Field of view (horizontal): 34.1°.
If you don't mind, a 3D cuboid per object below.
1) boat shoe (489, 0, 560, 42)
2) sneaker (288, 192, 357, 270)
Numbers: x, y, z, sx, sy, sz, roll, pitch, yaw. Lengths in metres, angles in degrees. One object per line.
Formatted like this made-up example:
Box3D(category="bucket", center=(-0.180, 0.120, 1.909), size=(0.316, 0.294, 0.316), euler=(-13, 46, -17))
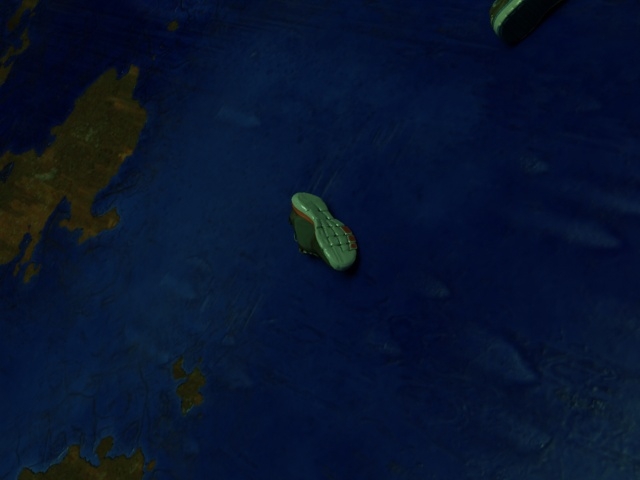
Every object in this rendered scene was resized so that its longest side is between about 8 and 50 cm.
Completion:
Box3D(category="boat shoe", center=(0.291, -0.345, 1.366), size=(0.183, 0.066, 0.066), euler=(-40, 44, 17))
Box3D(category="sneaker", center=(0.000, 0.000, 1.446), size=(0.158, 0.061, 0.065), euler=(59, 136, 45))
